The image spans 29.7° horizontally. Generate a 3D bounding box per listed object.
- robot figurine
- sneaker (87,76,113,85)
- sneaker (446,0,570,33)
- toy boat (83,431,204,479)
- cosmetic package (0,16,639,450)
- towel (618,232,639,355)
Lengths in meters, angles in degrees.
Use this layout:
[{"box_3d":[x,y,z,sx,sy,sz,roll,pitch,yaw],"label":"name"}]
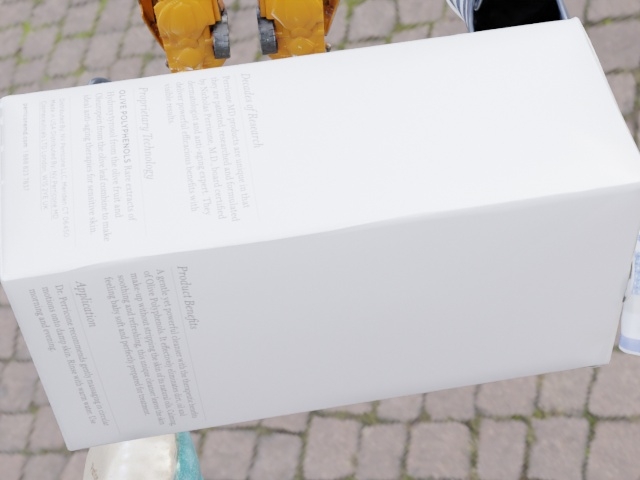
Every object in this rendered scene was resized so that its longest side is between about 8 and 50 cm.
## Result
[{"box_3d":[-0.074,-0.244,0.977,0.211,0.291,0.085,-6,56,-1],"label":"robot figurine"},{"box_3d":[-0.301,-0.154,1.871,0.082,0.209,0.069,-32,10,42],"label":"sneaker"},{"box_3d":[0.210,-0.290,1.381,0.131,0.148,0.350,-25,56,7],"label":"sneaker"},{"box_3d":[-0.207,0.342,1.386,0.267,0.148,0.318,-149,74,-73],"label":"toy boat"},{"box_3d":[0.000,0.000,0.765,0.365,0.197,0.155,-9,50,-6],"label":"cosmetic package"},{"box_3d":[0.442,0.016,1.302,0.209,0.285,0.034,9,25,16],"label":"towel"}]
